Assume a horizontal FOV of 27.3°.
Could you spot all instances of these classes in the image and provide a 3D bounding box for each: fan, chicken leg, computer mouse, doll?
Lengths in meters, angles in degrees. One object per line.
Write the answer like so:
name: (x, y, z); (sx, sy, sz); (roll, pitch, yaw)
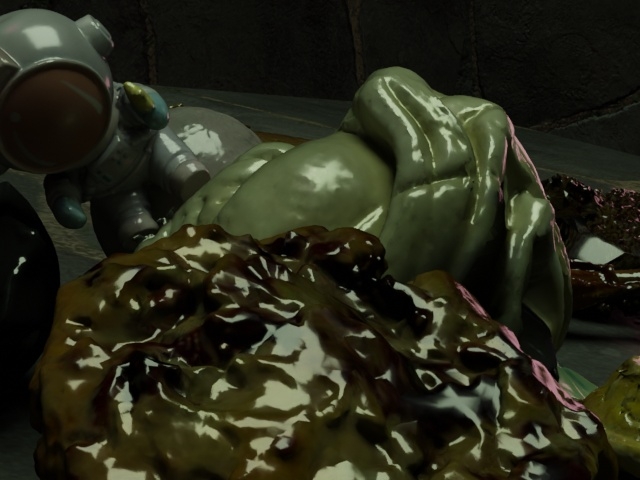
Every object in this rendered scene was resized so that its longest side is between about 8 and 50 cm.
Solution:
fan: (0.169, 0.110, 1.207); (0.131, 0.009, 0.240); (-1, 16, -35)
chicken leg: (0.262, 0.048, 1.348); (0.304, 0.093, 0.113); (3, 24, -13)
computer mouse: (-0.223, 0.042, 0.907); (0.088, 0.147, 0.264); (28, 5, -14)
doll: (-0.140, -0.062, 0.905); (0.151, 0.151, 0.287); (19, -13, 39)

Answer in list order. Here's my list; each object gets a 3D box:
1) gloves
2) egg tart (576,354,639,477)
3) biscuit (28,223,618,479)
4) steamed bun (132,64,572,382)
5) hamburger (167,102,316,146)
gloves: (0.341, 0.003, 1.553); (0.210, 0.135, 0.312); (20, 16, 7)
egg tart: (0.281, 0.135, 1.009); (0.191, 0.074, 0.191); (9, 9, -1)
biscuit: (0.013, 0.100, 0.630); (0.289, 0.081, 0.334); (-13, 48, -33)
steamed bun: (0.051, 0.035, 0.888); (0.320, 0.275, 0.206); (-35, 45, -20)
hamburger: (-0.030, -0.014, 1.184); (0.277, 0.195, 0.318); (4, 9, -10)
